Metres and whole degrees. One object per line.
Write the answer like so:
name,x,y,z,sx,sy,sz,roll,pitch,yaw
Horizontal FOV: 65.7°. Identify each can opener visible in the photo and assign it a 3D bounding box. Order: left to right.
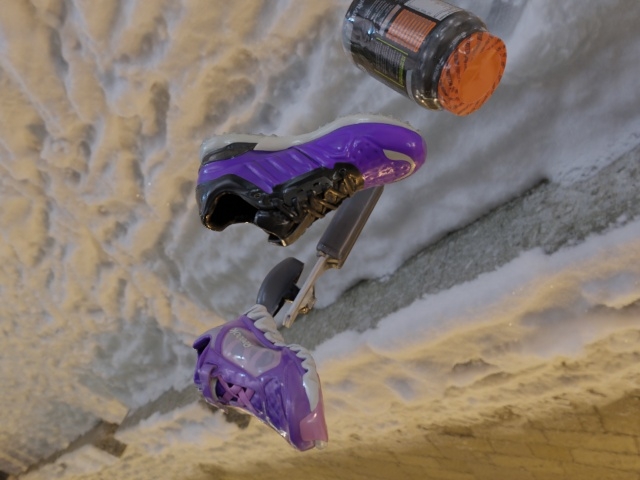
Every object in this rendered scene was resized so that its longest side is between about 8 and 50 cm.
can opener,0.000,0.000,0.755,0.095,0.284,0.076,28,164,7

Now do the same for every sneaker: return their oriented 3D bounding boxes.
sneaker,-0.072,0.143,0.507,0.236,0.104,0.095,-155,59,-62
sneaker,-0.016,-0.060,0.602,0.293,0.146,0.102,-5,146,13

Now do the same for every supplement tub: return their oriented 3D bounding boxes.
supplement tub,0.218,-0.418,1.081,0.338,0.207,0.207,46,156,35
